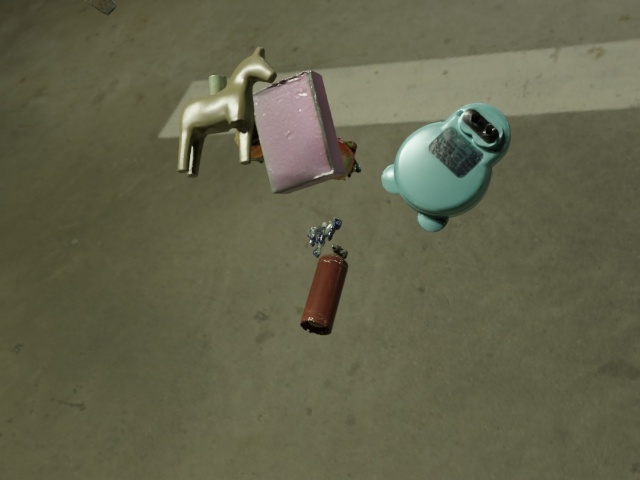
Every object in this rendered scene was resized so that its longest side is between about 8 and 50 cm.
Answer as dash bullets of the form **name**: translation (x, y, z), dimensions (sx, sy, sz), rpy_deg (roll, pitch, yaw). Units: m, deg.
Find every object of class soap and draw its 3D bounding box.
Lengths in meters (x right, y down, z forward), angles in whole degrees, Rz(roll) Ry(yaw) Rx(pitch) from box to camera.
- **soap**: translation (-0.055, -0.254, 1.400), dimensions (0.181, 0.081, 0.259), rpy_deg (-17, 85, 27)

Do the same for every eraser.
- **eraser**: translation (-0.528, -0.572, 1.386), dimensions (0.038, 0.083, 0.019), rpy_deg (-39, 73, 13)

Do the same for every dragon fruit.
- **dragon fruit**: translation (0.045, -0.247, 1.661), dimensions (0.138, 0.142, 0.175), rpy_deg (-40, 18, 19)

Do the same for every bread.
- **bread**: translation (-0.171, -0.343, 1.782), dimensions (0.212, 0.142, 0.224), rpy_deg (38, 116, 44)

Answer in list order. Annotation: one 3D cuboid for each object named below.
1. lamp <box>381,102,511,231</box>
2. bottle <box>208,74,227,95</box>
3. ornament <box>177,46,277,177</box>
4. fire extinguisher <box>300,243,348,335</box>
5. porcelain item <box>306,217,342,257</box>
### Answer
- **lamp**: translation (0.284, -0.172, 1.263), dimensions (0.209, 0.147, 0.284), rpy_deg (47, 115, 14)
- **bottle**: translation (-0.379, -0.508, 2.166), dimensions (0.072, 0.072, 0.201), rpy_deg (-1, 93, 26)
- **ornament**: translation (-0.190, -0.267, 1.193), dimensions (0.230, 0.061, 0.244), rpy_deg (-7, 75, 28)
- **fire extinguisher**: translation (0.027, 0.147, 1.904), dimensions (0.107, 0.147, 0.336), rpy_deg (12, 59, 10)
- **porcelain item**: translation (0.000, 0.000, 1.188), dimensions (0.136, 0.021, 0.075), rpy_deg (-18, 56, 64)
